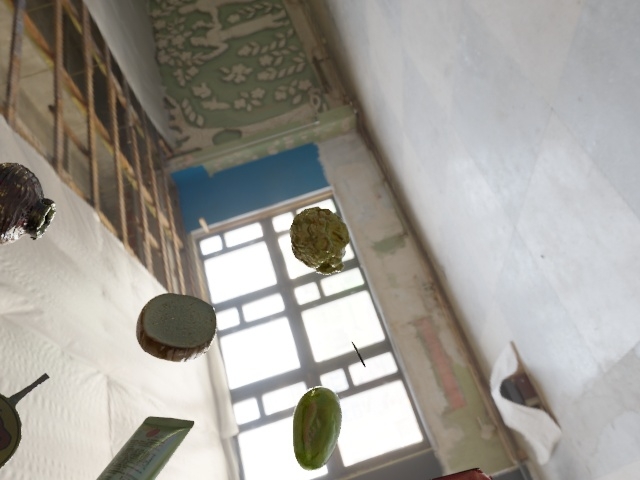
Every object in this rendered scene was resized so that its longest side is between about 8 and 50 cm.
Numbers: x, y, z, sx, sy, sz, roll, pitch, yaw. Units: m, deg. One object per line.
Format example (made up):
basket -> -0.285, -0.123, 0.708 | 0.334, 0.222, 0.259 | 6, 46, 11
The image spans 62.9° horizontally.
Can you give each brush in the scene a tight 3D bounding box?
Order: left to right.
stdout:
brush -> 0.092, 0.273, 1.261 | 0.024, 0.008, 0.083 | 57, -177, -47

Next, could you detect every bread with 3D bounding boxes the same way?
bread -> -0.407, 0.245, 1.489 | 0.069, 0.236, 0.236 | -64, 28, 30

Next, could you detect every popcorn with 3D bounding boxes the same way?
popcorn -> -0.006, 0.002, 1.750 | 0.217, 0.181, 0.235 | -23, 101, 56

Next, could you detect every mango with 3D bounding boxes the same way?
mango -> -0.012, 0.616, 1.712 | 0.185, 0.149, 0.272 | 53, -142, -50

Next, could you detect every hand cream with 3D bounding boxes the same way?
hand cream -> -0.375, 0.457, 0.991 | 0.305, 0.147, 0.093 | -56, -50, -47

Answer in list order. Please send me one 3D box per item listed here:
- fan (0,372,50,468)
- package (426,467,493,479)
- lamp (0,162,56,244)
fan -> -0.823, 0.446, 1.290 | 0.229, 0.335, 0.011 | 47, 141, 4
package -> 0.269, 0.685, 1.272 | 0.196, 0.424, 0.123 | -175, 77, -77
lamp -> -0.860, -0.096, 1.436 | 0.247, 0.247, 0.246 | 162, 90, -87
